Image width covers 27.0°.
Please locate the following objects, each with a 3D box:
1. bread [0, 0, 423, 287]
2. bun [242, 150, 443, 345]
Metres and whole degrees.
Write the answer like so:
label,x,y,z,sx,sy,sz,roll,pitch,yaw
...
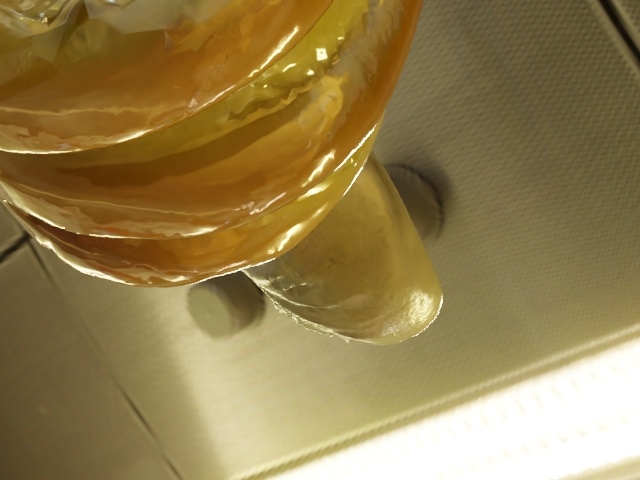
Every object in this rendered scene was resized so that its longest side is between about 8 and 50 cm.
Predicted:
label,x,y,z,sx,sy,sz,roll,pitch,yaw
bread,-0.049,-0.130,0.675,0.211,0.315,0.270,5,-35,30
bun,0.000,0.000,0.994,0.193,0.128,0.178,59,-4,-13
